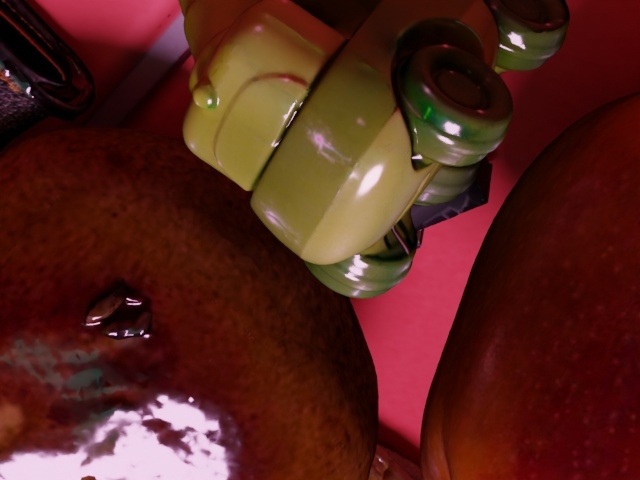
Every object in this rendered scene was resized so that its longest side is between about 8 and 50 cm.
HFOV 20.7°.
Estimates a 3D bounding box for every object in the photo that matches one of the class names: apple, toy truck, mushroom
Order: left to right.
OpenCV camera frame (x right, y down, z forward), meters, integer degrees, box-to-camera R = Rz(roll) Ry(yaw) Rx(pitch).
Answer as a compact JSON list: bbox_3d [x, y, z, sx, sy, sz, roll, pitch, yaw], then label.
[{"bbox_3d":[-0.138,0.080,1.068,0.345,0.260,0.345,-3,118,-6],"label":"mushroom"},{"bbox_3d":[0.005,-0.083,0.889,0.210,0.187,0.148,24,131,-11],"label":"toy truck"},{"bbox_3d":[0.202,0.065,0.899,0.288,0.317,0.288,29,160,12],"label":"apple"}]

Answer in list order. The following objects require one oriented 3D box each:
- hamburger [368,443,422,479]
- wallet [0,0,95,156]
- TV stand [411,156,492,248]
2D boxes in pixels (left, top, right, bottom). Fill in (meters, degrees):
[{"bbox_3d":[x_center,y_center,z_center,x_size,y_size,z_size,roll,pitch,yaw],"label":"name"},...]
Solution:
[{"bbox_3d":[0.001,0.217,1.256,0.206,0.130,0.183,31,132,-15],"label":"hamburger"},{"bbox_3d":[-0.293,-0.121,1.020,0.221,0.071,0.262,-26,118,36],"label":"wallet"},{"bbox_3d":[0.000,0.000,1.089,0.249,0.036,0.042,-21,126,32],"label":"TV stand"}]
